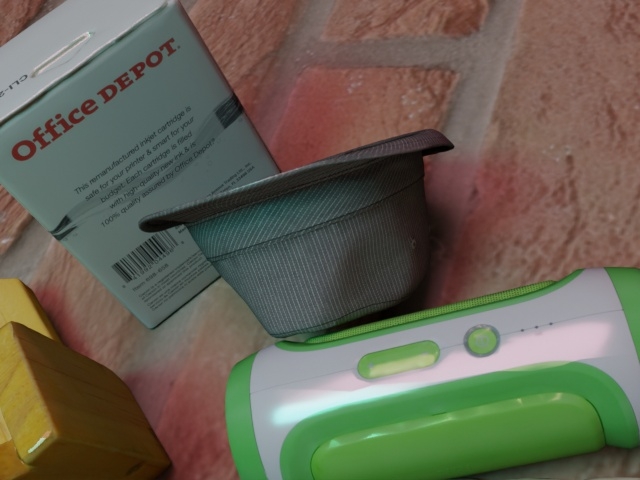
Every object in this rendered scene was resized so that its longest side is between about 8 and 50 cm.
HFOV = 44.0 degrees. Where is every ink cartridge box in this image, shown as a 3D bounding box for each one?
[{"bbox_3d":[-0.165,-0.077,0.719,0.197,0.273,0.114,-38,49,-7],"label":"ink cartridge box"}]

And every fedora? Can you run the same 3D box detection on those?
[{"bbox_3d":[0.000,0.000,0.634,0.243,0.124,0.275,-16,6,20],"label":"fedora"}]

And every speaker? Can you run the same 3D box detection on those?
[{"bbox_3d":[0.089,0.107,0.561,0.296,0.131,0.131,-15,50,13],"label":"speaker"}]

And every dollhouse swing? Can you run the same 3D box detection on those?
[{"bbox_3d":[-0.361,0.166,0.626,0.347,0.315,0.305,-39,69,-7],"label":"dollhouse swing"}]

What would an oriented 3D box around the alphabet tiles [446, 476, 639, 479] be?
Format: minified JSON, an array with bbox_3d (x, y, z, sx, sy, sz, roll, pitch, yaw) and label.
[{"bbox_3d":[0.106,0.194,0.436,0.284,0.278,0.021,-6,94,19],"label":"alphabet tiles"}]
